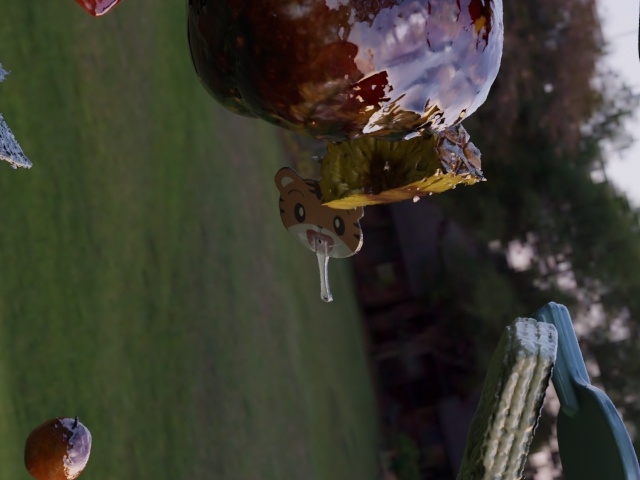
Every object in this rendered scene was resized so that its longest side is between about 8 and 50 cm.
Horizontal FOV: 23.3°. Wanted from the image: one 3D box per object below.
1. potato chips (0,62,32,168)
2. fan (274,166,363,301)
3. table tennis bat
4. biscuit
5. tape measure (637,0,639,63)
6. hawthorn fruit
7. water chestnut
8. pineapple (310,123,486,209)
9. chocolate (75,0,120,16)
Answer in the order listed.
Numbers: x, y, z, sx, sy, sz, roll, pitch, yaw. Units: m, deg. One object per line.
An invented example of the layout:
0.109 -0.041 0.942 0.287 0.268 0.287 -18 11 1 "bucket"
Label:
-0.473 -0.203 2.163 0.202 0.029 0.220 41 22 -48 "potato chips"
0.000 0.000 2.284 0.008 0.152 0.227 -45 143 -43 "fan"
0.247 0.171 1.453 0.149 0.038 0.237 113 -37 -67 "table tennis bat"
0.137 0.179 1.250 0.150 0.052 0.252 -66 171 -72 "biscuit"
0.319 -0.206 1.343 0.177 0.087 0.154 84 16 -44 "tape measure"
-0.316 0.251 1.887 0.093 0.081 0.081 -48 -134 46 "hawthorn fruit"
0.020 -0.208 1.291 0.289 0.289 0.244 -103 -161 -72 "water chestnut"
0.087 -0.116 1.812 0.079 0.233 0.135 16 72 -45 "pineapple"
-0.193 -0.350 1.414 0.235 0.237 0.108 46 -9 1 "chocolate"
